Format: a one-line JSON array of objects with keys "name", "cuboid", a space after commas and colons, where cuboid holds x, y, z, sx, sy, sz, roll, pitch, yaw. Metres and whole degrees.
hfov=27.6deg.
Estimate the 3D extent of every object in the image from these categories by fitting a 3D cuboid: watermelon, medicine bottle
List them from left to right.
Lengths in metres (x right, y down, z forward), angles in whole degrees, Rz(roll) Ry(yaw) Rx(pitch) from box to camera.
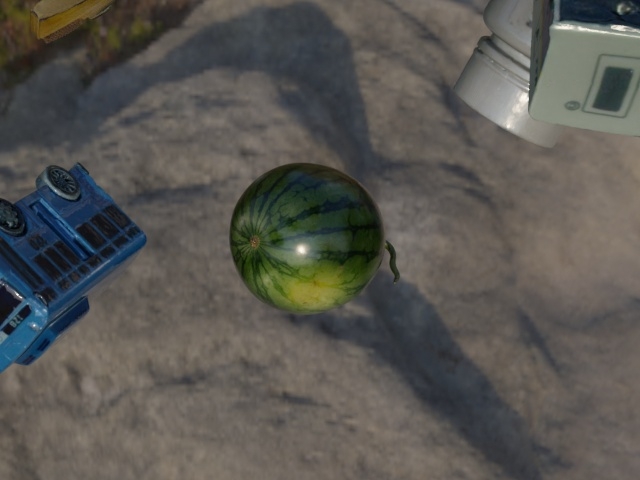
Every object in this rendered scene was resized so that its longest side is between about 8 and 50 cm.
[{"name": "watermelon", "cuboid": [0.000, 0.000, 1.218, 0.187, 0.140, 0.140, 6, 35, -52]}, {"name": "medicine bottle", "cuboid": [0.132, -0.121, 0.704, 0.080, 0.130, 0.080, 26, 18, -10]}]

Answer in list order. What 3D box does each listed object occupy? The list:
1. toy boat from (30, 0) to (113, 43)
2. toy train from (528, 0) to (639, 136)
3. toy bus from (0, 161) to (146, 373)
[{"name": "toy boat", "cuboid": [-0.256, -0.271, 1.441, 0.149, 0.049, 0.047, -35, 67, -12]}, {"name": "toy train", "cuboid": [0.106, -0.143, 0.466, 0.052, 0.051, 0.234, 9, 56, 0]}, {"name": "toy bus", "cuboid": [-0.211, 0.021, 0.950, 0.106, 0.090, 0.184, 47, 25, -2]}]
